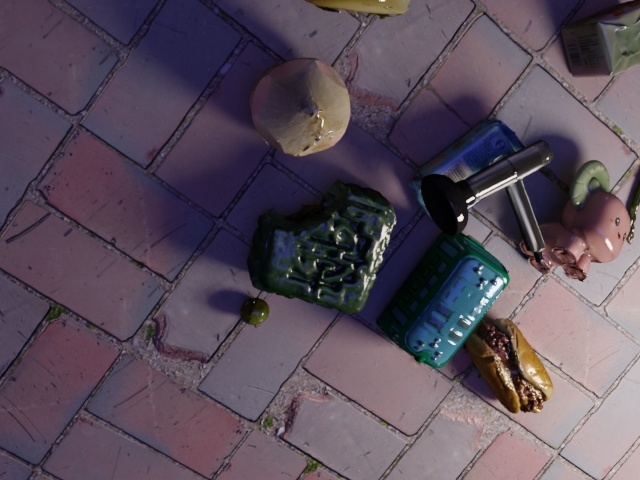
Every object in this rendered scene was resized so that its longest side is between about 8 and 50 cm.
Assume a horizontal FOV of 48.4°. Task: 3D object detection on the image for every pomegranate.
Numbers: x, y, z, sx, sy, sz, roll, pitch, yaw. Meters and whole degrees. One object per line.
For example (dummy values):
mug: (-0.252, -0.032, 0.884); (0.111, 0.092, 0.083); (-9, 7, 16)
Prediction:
pomegranate: (-0.160, 0.181, 1.794); (0.073, 0.073, 0.084); (-44, 143, 3)

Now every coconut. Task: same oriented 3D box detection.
coconut: (-0.047, -0.298, 1.598); (0.226, 0.230, 0.227); (-2, 106, -8)

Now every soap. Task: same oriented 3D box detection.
soap: (0.706, -0.481, 1.693); (0.182, 0.199, 0.139); (-22, 104, -3)
soap: (0.369, -0.173, 1.780); (0.293, 0.077, 0.156); (-37, 108, 2)

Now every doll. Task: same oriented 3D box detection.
doll: (0.676, -0.043, 1.829); (0.268, 0.216, 0.284); (-51, 126, -19)

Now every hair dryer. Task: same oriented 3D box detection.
hair dryer: (0.434, -0.063, 1.692); (0.320, 0.155, 0.284); (-18, 88, -11)

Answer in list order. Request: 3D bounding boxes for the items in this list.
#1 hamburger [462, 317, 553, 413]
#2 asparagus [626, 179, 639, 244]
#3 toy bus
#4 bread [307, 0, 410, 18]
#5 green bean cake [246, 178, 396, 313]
hamburger: (0.510, 0.346, 1.897); (0.155, 0.245, 0.282); (-36, 151, -4)
asparagus: (0.850, -0.104, 1.904); (0.034, 0.027, 0.236); (12, 102, -1)
toy bus: (0.313, 0.154, 1.795); (0.183, 0.199, 0.344); (32, 99, -16)
bread: (0.080, -0.585, 1.583); (0.260, 0.156, 0.158); (5, 105, -11)
green bean cake: (0.000, 0.000, 1.718); (0.307, 0.169, 0.300); (16, 102, -12)
